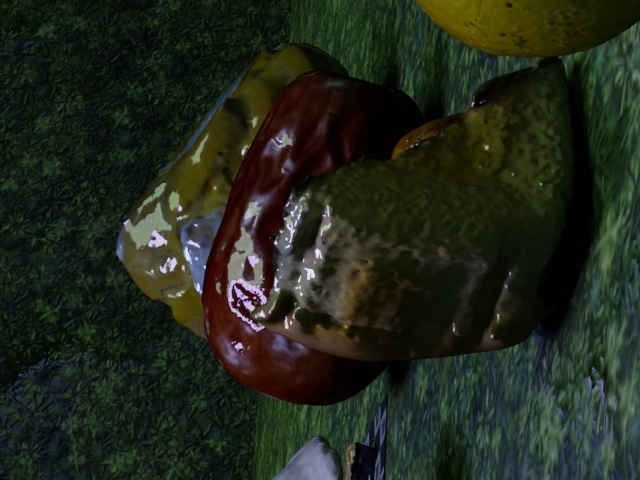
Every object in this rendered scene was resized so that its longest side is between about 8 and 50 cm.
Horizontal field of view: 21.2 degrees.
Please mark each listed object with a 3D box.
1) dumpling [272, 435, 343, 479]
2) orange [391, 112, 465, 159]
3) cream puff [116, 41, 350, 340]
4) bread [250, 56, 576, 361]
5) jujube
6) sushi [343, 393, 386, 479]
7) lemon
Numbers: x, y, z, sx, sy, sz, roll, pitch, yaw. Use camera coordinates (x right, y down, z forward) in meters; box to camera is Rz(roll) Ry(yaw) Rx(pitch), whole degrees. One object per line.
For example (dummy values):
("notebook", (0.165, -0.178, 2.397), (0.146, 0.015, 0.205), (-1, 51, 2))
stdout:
("dumpling", (0.032, 0.297, 1.336), (0.175, 0.243, 0.227), (-45, 16, -18))
("orange", (0.098, -0.064, 1.354), (0.086, 0.086, 0.062), (123, 130, -76))
("cream puff", (-0.055, -0.029, 1.989), (0.378, 0.275, 0.378), (-52, 8, 10))
("bread", (0.094, 0.002, 1.090), (0.133, 0.251, 0.174), (43, 141, 25))
("jujube", (0.000, 0.000, 1.646), (0.223, 0.223, 0.318), (-139, 64, -82))
("sushi", (0.037, 0.263, 1.724), (0.139, 0.031, 0.201), (106, 169, -57))
("lemon", (0.116, -0.182, 0.896), (0.206, 0.173, 0.173), (1, -83, -81))
